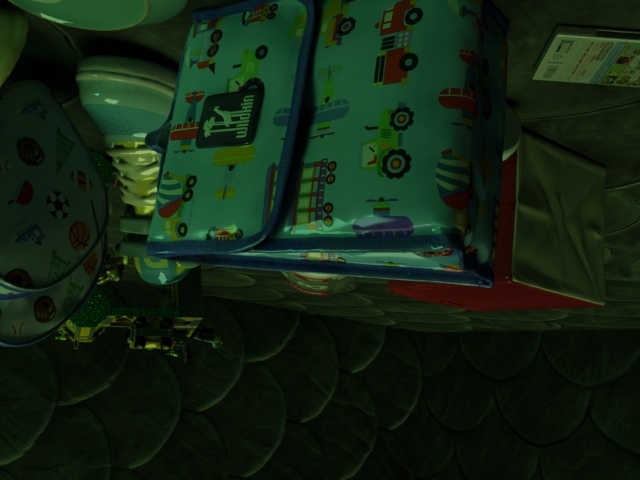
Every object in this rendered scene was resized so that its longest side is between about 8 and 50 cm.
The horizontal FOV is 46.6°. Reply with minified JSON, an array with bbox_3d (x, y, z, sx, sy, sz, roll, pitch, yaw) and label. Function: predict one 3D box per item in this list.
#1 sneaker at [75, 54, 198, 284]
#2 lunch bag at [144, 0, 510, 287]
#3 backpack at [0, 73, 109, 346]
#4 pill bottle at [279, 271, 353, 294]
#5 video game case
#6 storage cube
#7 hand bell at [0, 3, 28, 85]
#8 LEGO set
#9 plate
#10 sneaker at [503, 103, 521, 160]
[{"bbox_3d":[-0.189,-0.063,0.847,0.127,0.208,0.319,5,168,13],"label":"sneaker"},{"bbox_3d":[-0.010,-0.087,0.599,0.293,0.221,0.138,1,167,24],"label":"lunch bag"},{"bbox_3d":[-0.341,-0.023,0.761,0.213,0.276,0.263,0,128,33],"label":"backpack"},{"bbox_3d":[0.000,0.000,1.168,0.161,0.161,0.283,6,168,1],"label":"pill bottle"},{"bbox_3d":[0.254,-0.157,0.642,0.122,0.011,0.087,6,168,4],"label":"video game case"},{"bbox_3d":[0.221,-0.013,0.931,0.215,0.183,0.193,15,165,-37],"label":"storage cube"},{"bbox_3d":[-0.364,-0.208,0.569,0.126,0.126,0.242,-1,153,33],"label":"hand bell"},{"bbox_3d":[-0.292,0.039,1.151,0.255,0.331,0.192,-4,156,-24],"label":"LEGO set"},{"bbox_3d":[-0.201,-0.209,0.597,0.188,0.024,0.188,5,169,1],"label":"plate"},{"bbox_3d":[0.074,-0.109,0.763,0.258,0.094,0.091,9,164,-15],"label":"sneaker"}]
